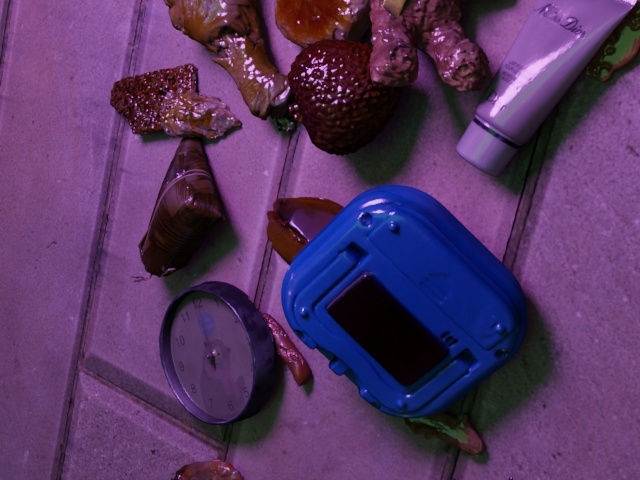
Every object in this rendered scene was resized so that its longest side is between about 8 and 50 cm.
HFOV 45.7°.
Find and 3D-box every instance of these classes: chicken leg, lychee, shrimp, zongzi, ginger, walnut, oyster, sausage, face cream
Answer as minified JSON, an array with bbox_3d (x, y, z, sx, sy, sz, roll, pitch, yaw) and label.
[{"bbox_3d":[-0.158,-0.388,1.372,0.201,0.153,0.429,-32,82,21],"label":"chicken leg"},{"bbox_3d":[0.034,-0.239,1.230,0.194,0.194,0.194,1,93,33],"label":"lychee"},{"bbox_3d":[-0.228,0.483,1.508,0.190,0.042,0.101,-8,95,32],"label":"shrimp"},{"bbox_3d":[-0.289,-0.069,1.507,0.247,0.111,0.241,-48,40,35],"label":"zongzi"},{"bbox_3d":[0.201,0.302,1.226,0.137,0.044,0.057,18,72,25],"label":"ginger"},{"bbox_3d":[0.000,0.000,1.290,0.245,0.137,0.137,26,106,23],"label":"walnut"},{"bbox_3d":[-0.241,-0.237,1.464,0.121,0.045,0.146,-43,93,8],"label":"oyster"},{"bbox_3d":[-0.067,0.198,1.396,0.158,0.036,0.042,53,128,20],"label":"sausage"},{"bbox_3d":[0.314,-0.241,1.105,0.143,0.089,0.314,47,113,38],"label":"face cream"}]

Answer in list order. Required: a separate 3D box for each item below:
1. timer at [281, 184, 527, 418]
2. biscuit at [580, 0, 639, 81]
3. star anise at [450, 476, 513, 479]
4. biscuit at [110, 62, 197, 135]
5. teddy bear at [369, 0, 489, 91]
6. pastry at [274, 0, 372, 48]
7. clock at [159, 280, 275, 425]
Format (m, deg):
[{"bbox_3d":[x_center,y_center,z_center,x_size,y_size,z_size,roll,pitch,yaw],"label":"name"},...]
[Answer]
[{"bbox_3d":[0.123,0.104,1.161,0.340,0.115,0.309,44,115,-5],"label":"timer"},{"bbox_3d":[0.425,-0.319,1.066,0.184,0.027,0.133,-36,75,29],"label":"biscuit"},{"bbox_3d":[0.262,0.497,1.159,0.272,0.102,0.272,1,91,36],"label":"star anise"},{"bbox_3d":[-0.348,-0.281,1.550,0.237,0.026,0.131,-3,79,32],"label":"biscuit"},{"bbox_3d":[0.166,-0.383,1.120,0.296,0.246,0.222,-97,13,-44],"label":"teddy bear"},{"bbox_3d":[0.006,-0.409,1.291,0.192,0.093,0.182,42,115,23],"label":"pastry"},{"bbox_3d":[-0.203,0.215,1.450,0.280,0.055,0.280,7,101,39],"label":"clock"}]
